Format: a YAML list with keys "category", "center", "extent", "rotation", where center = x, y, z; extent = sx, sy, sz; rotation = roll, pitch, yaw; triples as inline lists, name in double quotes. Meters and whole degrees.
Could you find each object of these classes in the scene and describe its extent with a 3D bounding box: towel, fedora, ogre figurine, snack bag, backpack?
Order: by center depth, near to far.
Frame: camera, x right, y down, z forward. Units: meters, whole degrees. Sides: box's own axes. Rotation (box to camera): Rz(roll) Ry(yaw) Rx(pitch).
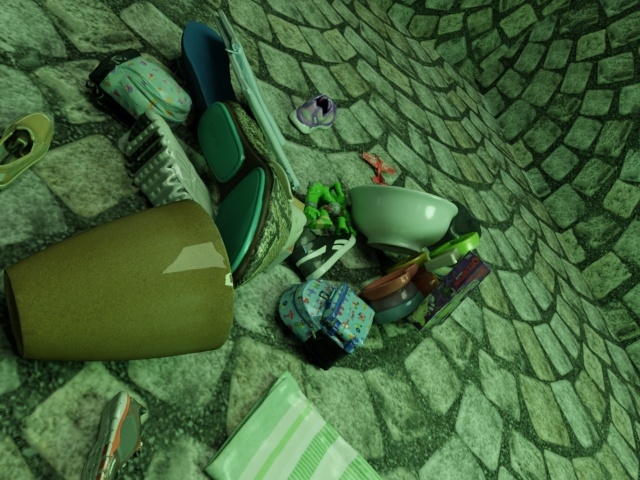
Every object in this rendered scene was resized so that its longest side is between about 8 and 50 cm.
- category: "towel"
  center: [-0.012, 0.410, 0.883]
  extent: [0.325, 0.038, 0.248]
  rotation: [49, 35, -2]
- category: "backpack"
  center: [-0.360, -0.301, 1.079]
  extent: [0.182, 0.115, 0.152]
  rotation: [45, 32, -13]
- category: "backpack"
  center: [0.007, 0.149, 1.081]
  extent: [0.173, 0.117, 0.158]
  rotation: [45, 33, -3]
- category: "snack bag"
  center: [-0.144, -0.328, 1.236]
  extent: [0.323, 0.037, 0.343]
  rotation: [63, 3, -50]
- category: "ogre figurine"
  center: [0.023, -0.080, 1.334]
  extent: [0.197, 0.097, 0.118]
  rotation: [9, 63, -31]
- category: "fedora"
  center: [0.406, -0.027, 1.673]
  extent: [0.334, 0.152, 0.334]
  rotation: [30, 39, -28]

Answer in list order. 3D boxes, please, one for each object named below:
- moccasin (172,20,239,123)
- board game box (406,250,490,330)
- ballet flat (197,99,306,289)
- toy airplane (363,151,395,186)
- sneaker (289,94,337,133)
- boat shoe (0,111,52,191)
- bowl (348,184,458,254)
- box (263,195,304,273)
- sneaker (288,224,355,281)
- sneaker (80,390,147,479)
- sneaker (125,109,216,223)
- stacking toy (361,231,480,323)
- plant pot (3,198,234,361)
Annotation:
- category: "moccasin"
  center: [-0.282, -0.369, 1.240]
  extent: [0.137, 0.117, 0.342]
  rotation: [6, 57, -32]
- category: "board game box"
  center: [0.328, 0.127, 1.294]
  extent: [0.056, 0.208, 0.347]
  rotation: [39, 9, 20]
- category: "ballet flat"
  center: [-0.118, -0.088, 0.985]
  extent: [0.182, 0.164, 0.483]
  rotation: [27, 30, -37]
- category: "toy airplane"
  center: [0.194, -0.232, 1.731]
  extent: [0.151, 0.028, 0.151]
  rotation: [28, 40, -27]
- category: "sneaker"
  center: [0.004, -0.399, 1.602]
  extent: [0.095, 0.104, 0.236]
  rotation: [49, 33, 0]
- category: "boat shoe"
  center: [-0.478, -0.156, 0.844]
  extent: [0.068, 0.072, 0.190]
  rotation: [31, 38, -26]
- category: "bowl"
  center: [0.207, -0.041, 1.399]
  extent: [0.298, 0.298, 0.134]
  rotation: [17, 80, -39]
- category: "box"
  center: [-0.122, -0.040, 1.130]
  extent: [0.130, 0.091, 0.170]
  rotation: [36, 36, -21]
- category: "sneaker"
  center: [0.000, 0.000, 1.242]
  extent: [0.121, 0.079, 0.217]
  rotation: [51, 35, -2]
- category: "sneaker"
  center: [-0.264, 0.280, 0.696]
  extent: [0.065, 0.061, 0.158]
  rotation: [37, 36, -30]
- category: "sneaker"
  center: [-0.282, -0.114, 1.017]
  extent: [0.118, 0.110, 0.292]
  rotation: [-4, 68, -61]
- category: "stacking toy"
  center: [0.270, 0.106, 1.296]
  extent: [0.309, 0.279, 0.130]
  rotation: [-27, 91, -57]
- category: "plant pot"
  center: [-0.290, 0.075, 0.741]
  extent: [0.254, 0.237, 0.237]
  rotation: [-12, 67, -36]
